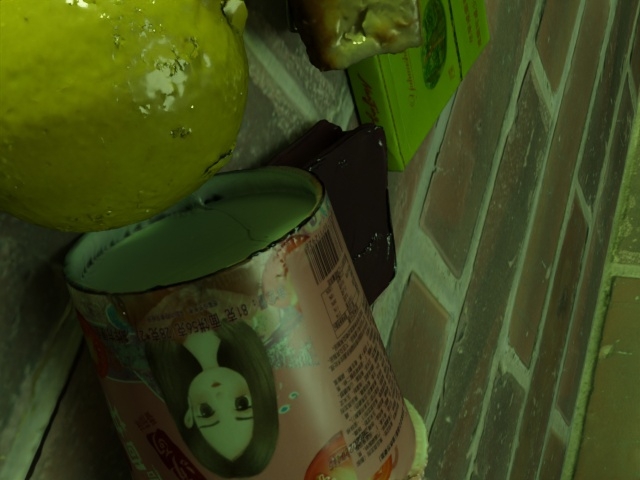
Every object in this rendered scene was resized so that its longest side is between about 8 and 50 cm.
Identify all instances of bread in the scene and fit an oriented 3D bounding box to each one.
[{"bbox_3d":[0.002,-0.299,0.674,0.185,0.114,0.275,-109,-173,-62],"label":"bread"}]

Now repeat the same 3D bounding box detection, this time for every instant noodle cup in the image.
[{"bbox_3d":[-0.059,0.088,0.606,0.243,0.243,0.231,-45,126,-47],"label":"instant noodle cup"}]

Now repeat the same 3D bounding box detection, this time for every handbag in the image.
[{"bbox_3d":[-0.002,-0.001,0.827,0.216,0.074,0.203,-44,132,-45],"label":"handbag"}]

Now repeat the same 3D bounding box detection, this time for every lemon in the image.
[{"bbox_3d":[-0.131,-0.095,0.476,0.173,0.206,0.173,46,26,-30],"label":"lemon"}]

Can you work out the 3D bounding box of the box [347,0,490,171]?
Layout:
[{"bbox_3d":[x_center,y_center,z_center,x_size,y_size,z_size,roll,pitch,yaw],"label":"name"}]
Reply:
[{"bbox_3d":[0.132,-0.257,1.026,0.335,0.047,0.187,-55,140,-40],"label":"box"}]
